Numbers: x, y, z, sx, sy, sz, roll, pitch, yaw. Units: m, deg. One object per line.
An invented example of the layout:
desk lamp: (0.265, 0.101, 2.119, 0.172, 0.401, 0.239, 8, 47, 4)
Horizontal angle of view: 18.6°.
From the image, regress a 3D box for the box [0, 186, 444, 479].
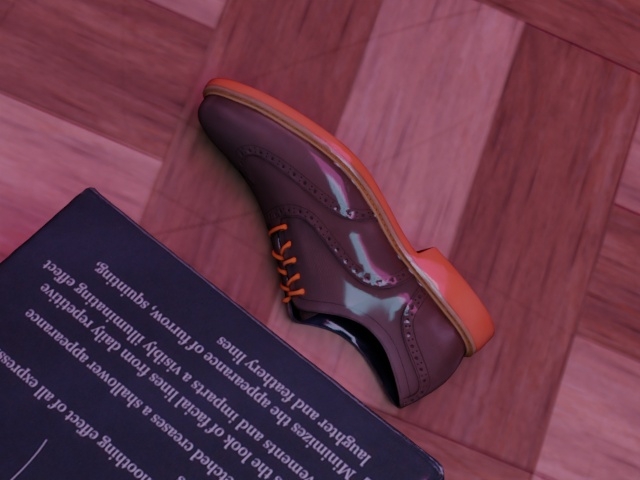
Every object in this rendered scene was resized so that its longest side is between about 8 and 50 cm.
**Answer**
box: (-0.162, 0.222, 1.153, 0.293, 0.212, 0.395, 38, 66, 21)

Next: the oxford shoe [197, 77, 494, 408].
oxford shoe: (0.000, 0.000, 1.374, 0.271, 0.097, 0.098, 46, 74, 0)
